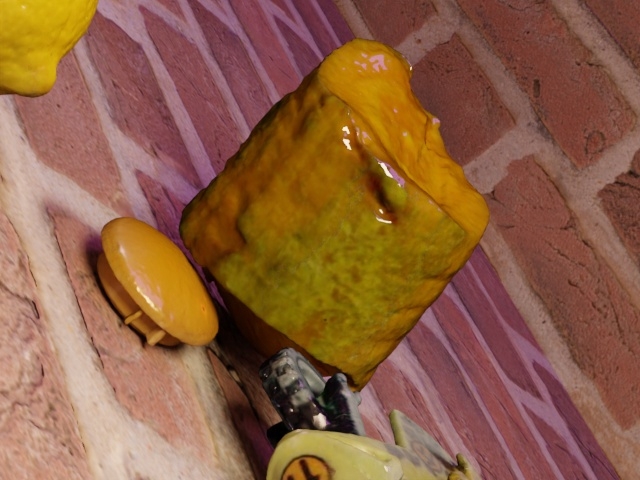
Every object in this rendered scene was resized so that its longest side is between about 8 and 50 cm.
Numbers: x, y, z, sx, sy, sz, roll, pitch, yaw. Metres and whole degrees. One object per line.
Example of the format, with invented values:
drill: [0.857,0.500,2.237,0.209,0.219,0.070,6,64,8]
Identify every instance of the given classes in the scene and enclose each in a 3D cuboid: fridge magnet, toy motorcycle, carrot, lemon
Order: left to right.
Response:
lemon: [-0.299,-0.235,1.381,0.228,0.228,0.253,29,26,-57]
fridge magnet: [-0.148,0.040,1.479,0.143,0.063,0.143,45,15,-16]
carrot: [0.000,0.000,1.546,0.241,0.341,0.241,34,19,-14]
toy motorcycle: [0.082,0.271,1.394,0.410,0.168,0.237,49,15,-8]
